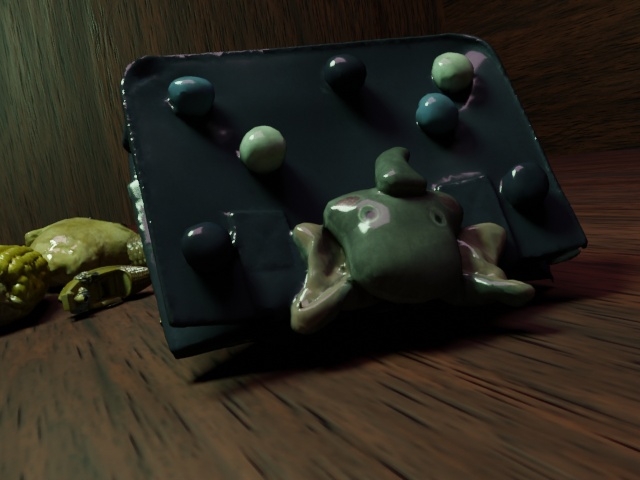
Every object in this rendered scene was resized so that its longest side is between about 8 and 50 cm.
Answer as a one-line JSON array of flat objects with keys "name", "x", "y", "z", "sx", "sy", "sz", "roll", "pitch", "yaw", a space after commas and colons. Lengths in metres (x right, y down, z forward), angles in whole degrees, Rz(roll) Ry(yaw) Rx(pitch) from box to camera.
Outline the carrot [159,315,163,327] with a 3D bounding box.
[{"name": "carrot", "x": -0.111, "y": 0.058, "z": 0.679, "sx": 0.036, "sy": 0.035, "sz": 0.165, "roll": -7, "pitch": 9, "yaw": 19}]

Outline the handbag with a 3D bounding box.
[{"name": "handbag", "x": 0.028, "y": -0.038, "z": 0.525, "sx": 0.326, "sy": 0.269, "sz": 0.118, "roll": -11, "pitch": -28, "yaw": -18}]

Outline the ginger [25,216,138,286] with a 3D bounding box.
[{"name": "ginger", "x": -0.361, "y": 0.029, "z": 1.081, "sx": 0.193, "sy": 0.115, "sz": 0.122, "roll": -4, "pitch": 25, "yaw": -28}]

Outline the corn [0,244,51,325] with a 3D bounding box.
[{"name": "corn", "x": -0.388, "y": 0.051, "z": 0.857, "sx": 0.097, "sy": 0.097, "sz": 0.262, "roll": -11, "pitch": 6, "yaw": -12}]

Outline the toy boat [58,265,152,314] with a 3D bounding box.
[{"name": "toy boat", "x": -0.259, "y": 0.056, "z": 0.828, "sx": 0.049, "sy": 0.047, "sz": 0.149, "roll": -6, "pitch": 7, "yaw": 25}]

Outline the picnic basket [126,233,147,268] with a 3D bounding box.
[{"name": "picnic basket", "x": -0.257, "y": 0.015, "z": 1.085, "sx": 0.083, "sy": 0.072, "sz": 0.072, "roll": -18, "pitch": 7, "yaw": 0}]

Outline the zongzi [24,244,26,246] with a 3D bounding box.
[{"name": "zongzi", "x": -0.518, "y": 0.063, "z": 1.213, "sx": 0.130, "sy": 0.062, "sz": 0.154, "roll": -35, "pitch": 34, "yaw": -24}]
